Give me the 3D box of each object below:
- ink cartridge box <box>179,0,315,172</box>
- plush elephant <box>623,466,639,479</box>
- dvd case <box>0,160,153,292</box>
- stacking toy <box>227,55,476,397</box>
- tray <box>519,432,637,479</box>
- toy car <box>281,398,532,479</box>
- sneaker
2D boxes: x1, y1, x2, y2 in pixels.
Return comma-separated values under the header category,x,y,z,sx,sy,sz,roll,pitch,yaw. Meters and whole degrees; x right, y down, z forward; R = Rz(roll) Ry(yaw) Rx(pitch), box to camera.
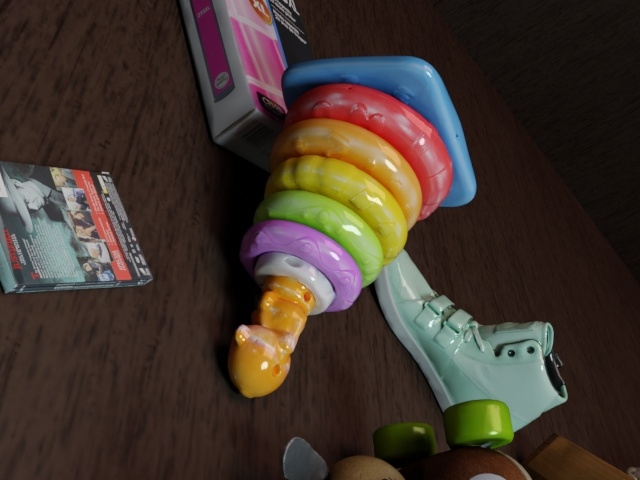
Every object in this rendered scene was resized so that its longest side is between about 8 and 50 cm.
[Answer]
category,x,y,z,sx,sy,sz,roll,pitch,yaw
ink cartridge box,-0.079,-0.233,0.875,0.176,0.069,0.371,26,38,-51
plush elephant,0.589,0.467,1.119,0.255,0.330,0.272,-7,75,-48
dvd case,-0.165,-0.009,0.503,0.119,0.013,0.087,1,61,-64
stacking toy,0.000,0.000,0.650,0.302,0.166,0.175,-63,140,-32
tray,0.413,0.431,0.927,0.411,0.076,0.203,54,-10,-13
toy car,0.049,0.193,0.548,0.188,0.149,0.155,19,55,-39
sneaker,0.170,0.090,0.867,0.256,0.151,0.094,59,26,4
